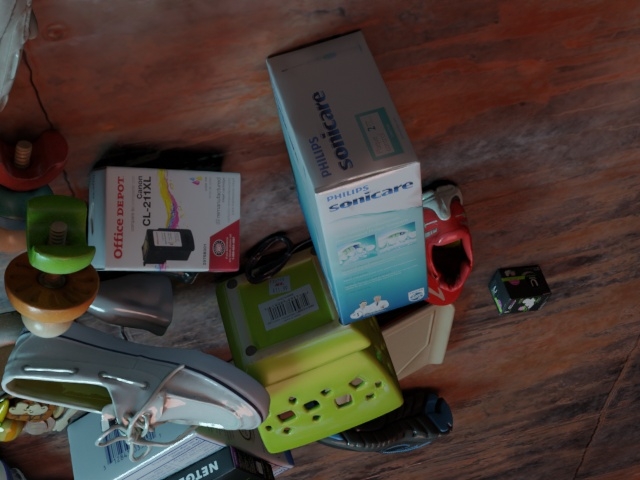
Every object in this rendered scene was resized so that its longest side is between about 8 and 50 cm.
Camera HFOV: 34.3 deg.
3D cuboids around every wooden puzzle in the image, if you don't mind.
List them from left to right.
[{"bbox_3d":[0.115,0.199,1.819,0.238,0.044,0.221,-22,148,-15],"label":"wooden puzzle"}]

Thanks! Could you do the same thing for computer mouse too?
[{"bbox_3d":[0.000,0.000,1.490,0.242,0.071,0.041,-25,161,12],"label":"computer mouse"}]

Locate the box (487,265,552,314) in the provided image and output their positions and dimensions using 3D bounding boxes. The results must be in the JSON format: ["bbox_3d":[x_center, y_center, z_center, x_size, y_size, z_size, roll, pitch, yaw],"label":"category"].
[{"bbox_3d":[0.340,0.085,1.774,0.083,0.062,0.052,-5,145,-21],"label":"box"}]

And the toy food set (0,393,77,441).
[{"bbox_3d":[-0.479,0.286,1.684,0.192,0.039,0.132,15,134,-40],"label":"toy food set"}]

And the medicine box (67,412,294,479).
[{"bbox_3d":[-0.240,0.361,1.807,0.263,0.149,0.289,-32,144,19],"label":"medicine box"}]

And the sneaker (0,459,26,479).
[{"bbox_3d":[-0.514,0.472,1.873,0.236,0.130,0.323,-8,141,-32],"label":"sneaker"}]

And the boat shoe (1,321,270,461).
[{"bbox_3d":[-0.259,0.221,1.402,0.366,0.157,0.136,17,140,3],"label":"boat shoe"}]

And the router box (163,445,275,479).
[{"bbox_3d":[-0.183,0.414,1.735,0.178,0.046,0.133,-30,144,14],"label":"router box"}]

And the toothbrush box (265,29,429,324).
[{"bbox_3d":[0.038,-0.069,1.274,0.126,0.216,0.296,-18,145,-3],"label":"toothbrush box"}]

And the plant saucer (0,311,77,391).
[{"bbox_3d":[-0.447,0.174,1.546,0.198,0.036,0.199,-14,146,-9],"label":"plant saucer"}]

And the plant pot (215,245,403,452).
[{"bbox_3d":[-0.026,0.148,1.552,0.228,0.227,0.207,-21,141,1],"label":"plant pot"}]

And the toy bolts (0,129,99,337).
[{"bbox_3d":[-0.363,-0.004,1.164,0.218,0.229,0.159,4,131,-21],"label":"toy bolts"}]

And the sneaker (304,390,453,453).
[{"bbox_3d":[0.095,0.368,2.004,0.340,0.125,0.140,9,142,-32],"label":"sneaker"}]

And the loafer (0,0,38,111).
[{"bbox_3d":[-0.326,-0.226,0.994,0.111,0.112,0.319,-36,166,-49],"label":"loafer"}]

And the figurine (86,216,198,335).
[{"bbox_3d":[-0.290,0.041,1.401,0.209,0.092,0.215,9,139,-23],"label":"figurine"}]

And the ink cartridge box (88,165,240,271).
[{"bbox_3d":[-0.194,-0.024,1.292,0.175,0.128,0.072,1,180,-27],"label":"ink cartridge box"}]

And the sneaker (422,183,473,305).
[{"bbox_3d":[0.181,0.036,1.578,0.107,0.118,0.279,-17,146,-2],"label":"sneaker"}]

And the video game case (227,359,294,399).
[{"bbox_3d":[-0.039,0.210,1.802,0.212,0.023,0.193,-32,144,18],"label":"video game case"}]
